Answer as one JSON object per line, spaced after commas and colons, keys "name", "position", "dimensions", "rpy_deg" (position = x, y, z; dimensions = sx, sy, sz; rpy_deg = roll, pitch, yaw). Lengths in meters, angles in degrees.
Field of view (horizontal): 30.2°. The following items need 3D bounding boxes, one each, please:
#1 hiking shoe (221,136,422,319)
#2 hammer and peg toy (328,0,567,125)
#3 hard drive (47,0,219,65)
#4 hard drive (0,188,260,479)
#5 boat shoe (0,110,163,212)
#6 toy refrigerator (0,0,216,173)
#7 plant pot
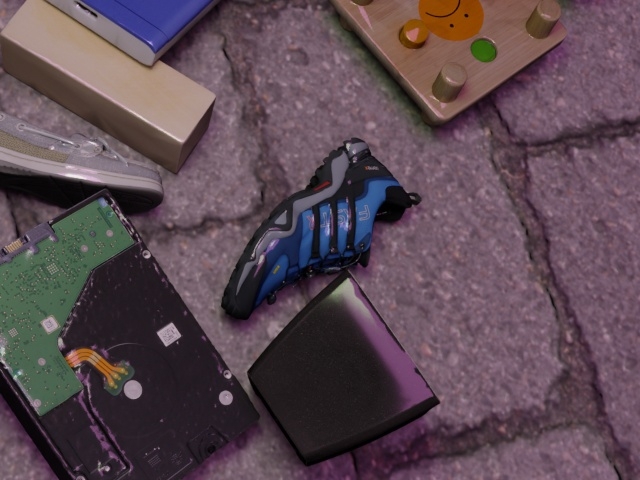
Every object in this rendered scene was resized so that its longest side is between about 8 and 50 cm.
{"name": "hiking shoe", "position": [0.000, 0.000, 1.516], "dimensions": [0.132, 0.113, 0.304], "rpy_deg": [40, 67, 5]}
{"name": "hammer and peg toy", "position": [0.215, -0.349, 1.684], "dimensions": [0.361, 0.127, 0.266], "rpy_deg": [-36, 79, -21]}
{"name": "hard drive", "position": [-0.225, -0.379, 1.589], "dimensions": [0.210, 0.040, 0.319], "rpy_deg": [33, 48, 3]}
{"name": "hard drive", "position": [-0.257, 0.138, 1.394], "dimensions": [0.237, 0.064, 0.339], "rpy_deg": [-35, 92, -31]}
{"name": "boat shoe", "position": [-0.348, -0.112, 1.485], "dimensions": [0.320, 0.118, 0.103], "rpy_deg": [13, 72, 0]}
{"name": "toy refrigerator", "position": [-0.273, -0.208, 1.541], "dimensions": [0.269, 0.102, 0.094], "rpy_deg": [31, 67, 1]}
{"name": "plant pot", "position": [0.014, 0.171, 1.431], "dimensions": [0.167, 0.188, 0.187], "rpy_deg": [-33, 80, -7]}
